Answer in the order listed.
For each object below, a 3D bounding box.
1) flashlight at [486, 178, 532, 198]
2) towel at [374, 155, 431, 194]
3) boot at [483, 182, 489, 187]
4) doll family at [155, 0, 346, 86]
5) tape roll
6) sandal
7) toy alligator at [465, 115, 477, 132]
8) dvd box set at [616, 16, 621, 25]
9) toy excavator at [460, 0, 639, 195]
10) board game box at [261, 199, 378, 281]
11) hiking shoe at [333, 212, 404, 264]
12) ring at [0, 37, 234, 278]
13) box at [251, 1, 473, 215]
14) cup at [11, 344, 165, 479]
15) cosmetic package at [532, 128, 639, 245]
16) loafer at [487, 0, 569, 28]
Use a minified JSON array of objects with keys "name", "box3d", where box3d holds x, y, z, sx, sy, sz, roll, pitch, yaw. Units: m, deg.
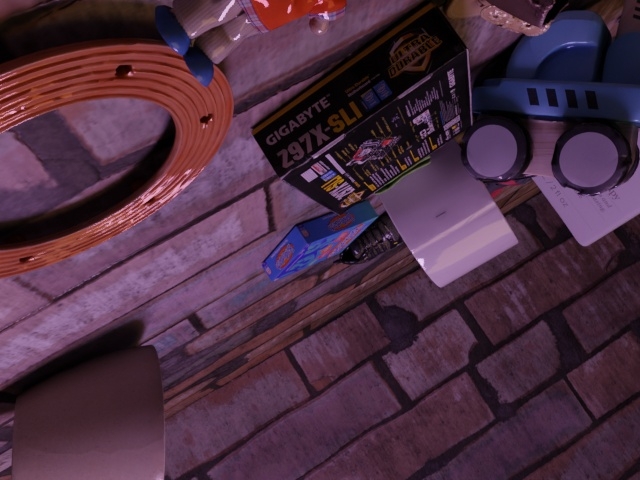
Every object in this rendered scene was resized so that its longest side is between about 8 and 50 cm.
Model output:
[{"name":"flashlight","box3d":[0.516,-0.156,1.851,0.103,0.103,0.304,-30,166,-25]},{"name":"towel","box3d":[0.128,-0.118,1.094,0.113,0.023,0.152,-34,-166,5]},{"name":"boot","box3d":[0.325,-0.174,1.368,0.229,0.091,0.263,-4,142,-50]},{"name":"doll family","box3d":[-0.057,-0.211,0.303,0.163,0.118,0.263,-29,150,12]},{"name":"tape roll","box3d":[0.235,-0.056,1.201,0.169,0.246,0.246,-32,168,14]},{"name":"sandal","box3d":[0.262,-0.291,0.776,0.240,0.079,0.088,-25,165,-31]},{"name":"toy alligator","box3d":[0.310,-0.218,1.237,0.056,0.051,0.190,-5,161,28]},{"name":"dvd box set","box3d":[0.786,-0.514,1.237,0.420,0.062,0.307,-19,162,-44]},{"name":"toy excavator","box3d":[0.454,-0.293,0.969,0.433,0.445,0.222,11,-168,30]},{"name":"board game box","box3d":[0.000,0.000,1.317,0.210,0.047,0.160,-23,164,-40]},{"name":"hiking shoe","box3d":[0.128,0.005,1.556,0.114,0.086,0.227,-24,166,-46]},{"name":"ring","box3d":[-0.231,-0.063,0.567,0.336,0.032,0.336,-32,168,-8]},{"name":"box","box3d":[0.078,-0.152,0.866,0.257,0.079,0.322,-33,168,10]},{"name":"cup","box3d":[-0.427,0.359,1.160,0.237,0.331,0.331,3,152,-23]},{"name":"cosmetic package","box3d":[0.772,-0.253,1.579,0.327,0.329,0.393,-24,164,-32]},{"name":"loafer","box3d":[0.317,-0.337,0.615,0.366,0.130,0.134,-37,167,19]}]
